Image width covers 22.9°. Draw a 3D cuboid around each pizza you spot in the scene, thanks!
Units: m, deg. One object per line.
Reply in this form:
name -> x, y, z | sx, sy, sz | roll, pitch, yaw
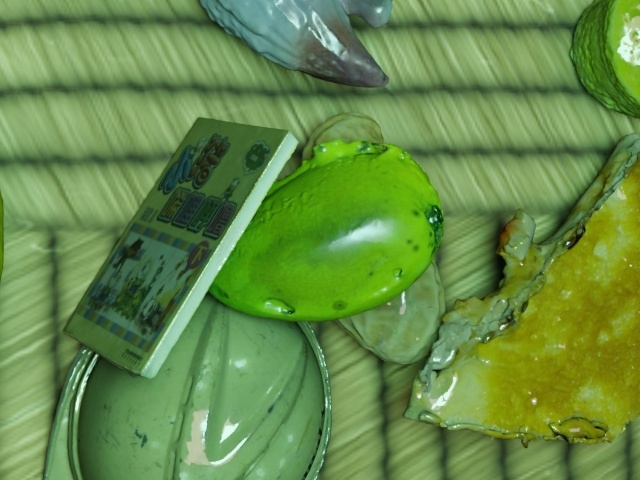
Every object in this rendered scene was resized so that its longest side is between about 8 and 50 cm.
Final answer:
pizza -> 0.183, 0.064, 1.199 | 0.297, 0.071, 0.189 | -43, 113, -24

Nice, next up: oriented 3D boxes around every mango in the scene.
mango -> 0.000, 0.001, 1.095 | 0.178, 0.119, 0.100 | -17, 132, 13

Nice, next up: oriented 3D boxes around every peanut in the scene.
peanut -> 0.036, 0.000, 1.182 | 0.093, 0.083, 0.194 | -19, 90, 18

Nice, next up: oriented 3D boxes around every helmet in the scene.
helmet -> -0.085, 0.144, 1.123 | 0.204, 0.137, 0.257 | 24, 85, -12

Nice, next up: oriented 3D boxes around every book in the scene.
book -> -0.102, 0.000, 1.108 | 0.013, 0.168, 0.192 | 35, 81, -27

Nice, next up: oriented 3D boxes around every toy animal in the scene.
toy animal -> -0.054, -0.207, 1.160 | 0.324, 0.090, 0.195 | 5, 64, -8

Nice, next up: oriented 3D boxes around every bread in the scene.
bread -> 0.261, -0.147, 1.216 | 0.129, 0.114, 0.111 | 44, 81, -9

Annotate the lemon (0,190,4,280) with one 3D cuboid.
lemon -> -0.365, 0.018, 0.968 | 0.348, 0.348, 0.348 | 0, 89, -13
